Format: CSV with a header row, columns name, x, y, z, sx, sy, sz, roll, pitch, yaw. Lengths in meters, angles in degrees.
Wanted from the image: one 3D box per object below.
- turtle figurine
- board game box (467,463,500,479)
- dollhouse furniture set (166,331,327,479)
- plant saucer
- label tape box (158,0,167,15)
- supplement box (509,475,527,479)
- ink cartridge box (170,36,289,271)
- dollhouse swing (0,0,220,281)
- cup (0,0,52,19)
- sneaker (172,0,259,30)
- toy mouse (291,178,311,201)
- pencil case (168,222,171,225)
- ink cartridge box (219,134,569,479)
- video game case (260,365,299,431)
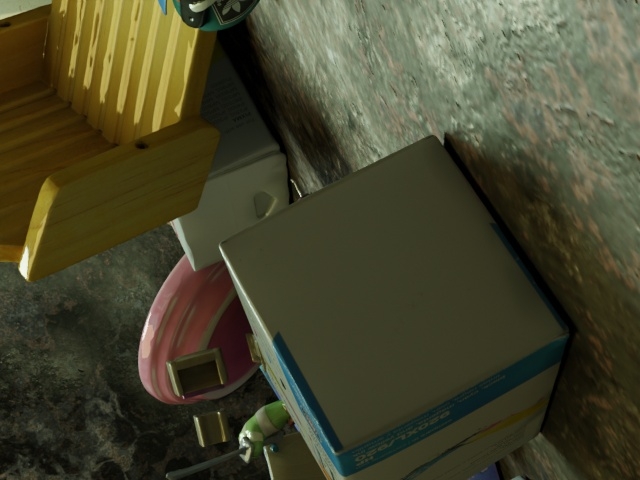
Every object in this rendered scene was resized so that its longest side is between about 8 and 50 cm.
name,x,y,z,sx,sy,sz,roll,pitch,yaw
turtle figurine,0.002,0.254,1.176,0.266,0.198,0.274,49,-136,-33
board game box,0.127,0.202,1.185,0.211,0.039,0.160,54,167,54
dollhouse furniture set,-0.042,0.276,1.602,0.198,0.287,0.303,157,97,-82
plant saucer,-0.143,0.121,1.756,0.084,0.332,0.332,30,157,25
label tape box,-0.256,-0.414,1.124,0.240,0.106,0.333,105,144,-62
supplement box,0.188,0.334,0.966,0.220,0.111,0.114,65,172,-8
ink cartridge box,-0.199,-0.188,1.563,0.384,0.160,0.279,61,170,20
dollhouse swing,-0.311,-0.206,1.284,0.347,0.315,0.305,41,143,34
cup,-0.408,-0.396,1.862,0.237,0.331,0.331,-1,118,53
sneaker,-0.086,-0.242,0.927,0.121,0.108,0.302,63,180,-6
toy mouse,0.000,0.000,1.370,0.161,0.031,0.143,65,172,-8
pencil case,-0.197,0.004,2.191,0.160,0.167,0.386,23,-157,-41
ink cartridge box,0.053,0.079,0.807,0.171,0.168,0.232,58,171,26
video game case,0.029,0.322,1.860,0.244,0.061,0.269,48,180,-30
